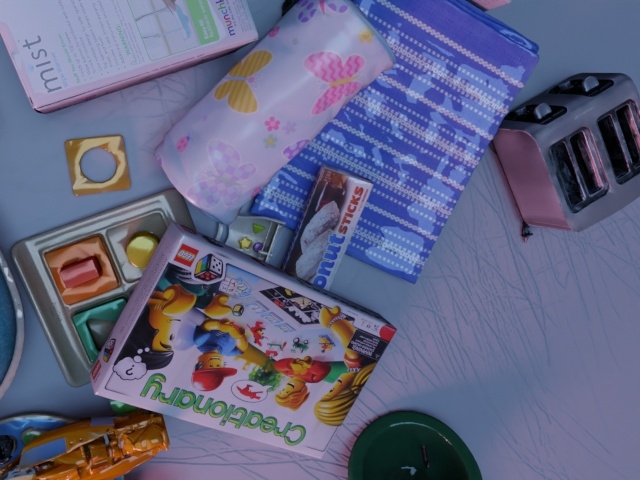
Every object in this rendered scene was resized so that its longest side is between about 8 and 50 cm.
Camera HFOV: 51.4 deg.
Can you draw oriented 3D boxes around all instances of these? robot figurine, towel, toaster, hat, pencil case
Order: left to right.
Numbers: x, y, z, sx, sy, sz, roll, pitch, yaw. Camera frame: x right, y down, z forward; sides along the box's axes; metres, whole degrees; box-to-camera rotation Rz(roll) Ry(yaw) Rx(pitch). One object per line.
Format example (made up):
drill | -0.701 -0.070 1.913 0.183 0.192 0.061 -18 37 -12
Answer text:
robot figurine | -0.294 0.288 0.696 0.291 0.085 0.211 -16 99 -20
pencil case | -0.048 -0.139 0.708 0.273 0.113 0.124 -44 141 10
towel | 0.094 -0.133 0.801 0.243 0.040 0.336 24 99 -19
hat | 0.122 0.362 0.921 0.173 0.183 0.208 -25 64 -20
toaster | 0.330 -0.108 0.870 0.168 0.110 0.185 -29 106 -11

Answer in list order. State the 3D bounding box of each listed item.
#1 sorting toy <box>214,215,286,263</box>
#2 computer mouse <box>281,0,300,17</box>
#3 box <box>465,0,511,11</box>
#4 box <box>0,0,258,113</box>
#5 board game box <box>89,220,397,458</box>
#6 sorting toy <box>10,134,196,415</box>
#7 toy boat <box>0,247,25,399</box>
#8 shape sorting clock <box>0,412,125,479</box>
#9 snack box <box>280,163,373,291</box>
sorting toy | -0.091 0.004 0.788 0.075 0.045 0.083 19 95 -11
computer mouse | -0.034 -0.360 0.678 0.262 0.184 0.060 59 40 -17
box | 0.155 -0.386 0.765 0.182 0.119 0.180 23 91 -19
box | -0.219 -0.284 0.653 0.231 0.127 0.261 -23 105 -13
board game box | -0.078 0.126 0.766 0.305 0.053 0.193 26 96 -30
sorting toy | -0.219 0.054 0.748 0.196 0.047 0.347 -22 104 -14
toy boat | -0.452 0.094 0.624 0.318 0.148 0.267 -21 104 -15
shape sorting clock | -0.327 0.296 0.753 0.206 0.040 0.206 -3 99 -18
snack box | 0.000 0.000 0.799 0.064 0.022 0.178 17 109 -16
